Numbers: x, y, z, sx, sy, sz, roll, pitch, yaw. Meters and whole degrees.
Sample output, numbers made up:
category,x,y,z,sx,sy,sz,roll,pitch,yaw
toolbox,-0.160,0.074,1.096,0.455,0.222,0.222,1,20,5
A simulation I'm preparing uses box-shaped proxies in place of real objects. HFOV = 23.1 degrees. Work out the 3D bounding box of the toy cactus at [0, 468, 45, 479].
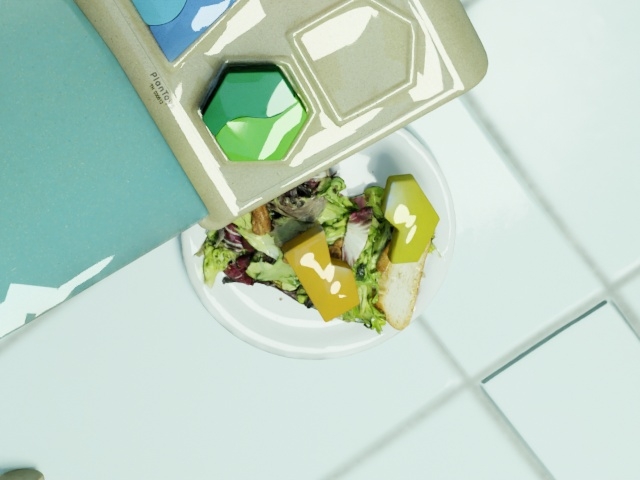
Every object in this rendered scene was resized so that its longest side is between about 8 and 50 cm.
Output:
category,x,y,z,sx,sy,sz,roll,pitch,yaw
toy cactus,-0.228,0.268,1.192,0.219,0.112,0.180,0,103,4

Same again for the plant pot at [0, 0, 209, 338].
category,x,y,z,sx,sy,sz,roll,pitch,yaw
plant pot,-0.214,-0.085,0.989,0.165,0.166,0.234,-31,109,-16

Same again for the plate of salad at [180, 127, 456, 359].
category,x,y,z,sx,sy,sz,roll,pitch,yaw
plate of salad,0.000,0.000,1.124,0.200,0.048,0.199,-2,113,-4

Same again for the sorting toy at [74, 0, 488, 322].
category,x,y,z,sx,sy,sz,roll,pitch,yaw
sorting toy,-0.005,-0.103,1.041,0.229,0.041,0.307,-30,109,2
